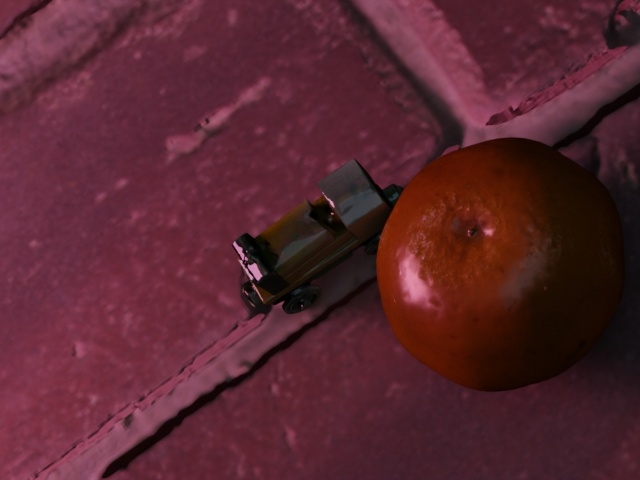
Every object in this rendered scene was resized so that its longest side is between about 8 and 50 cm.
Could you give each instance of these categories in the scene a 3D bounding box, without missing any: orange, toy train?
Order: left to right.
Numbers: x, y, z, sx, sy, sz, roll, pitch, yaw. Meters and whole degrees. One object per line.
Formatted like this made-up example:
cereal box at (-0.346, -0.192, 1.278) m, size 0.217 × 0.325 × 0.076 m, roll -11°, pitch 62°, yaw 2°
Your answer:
toy train at (0.000, 0.000, 1.215) m, size 0.122 × 0.081 × 0.050 m, roll -35°, pitch 71°, yaw 4°
orange at (0.112, 0.017, 1.173) m, size 0.154 × 0.134 × 0.155 m, roll -12°, pitch 62°, yaw 25°
